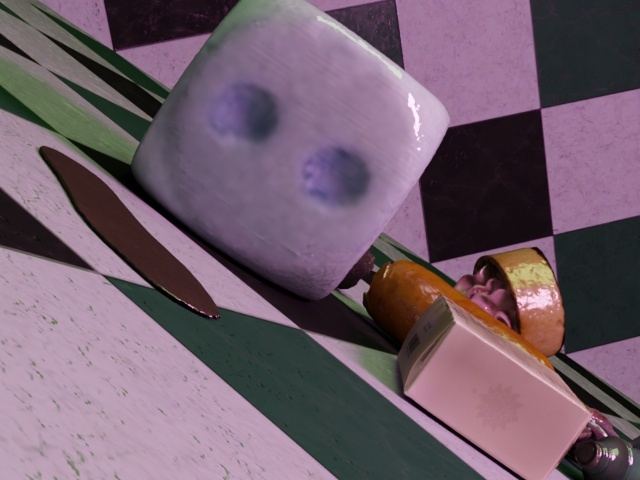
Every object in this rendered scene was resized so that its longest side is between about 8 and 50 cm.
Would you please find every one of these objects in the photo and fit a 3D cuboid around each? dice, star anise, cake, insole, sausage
[{"bbox_3d":[-0.032,-0.109,1.425,0.263,0.264,0.268,35,4,-3],"label":"dice"},{"bbox_3d":[0.287,0.212,1.608,0.212,0.073,0.197,35,8,-39],"label":"star anise"},{"bbox_3d":[0.285,0.116,2.091,0.207,0.178,0.185,98,-21,-78],"label":"cake"},{"bbox_3d":[-0.173,-0.016,1.106,0.111,0.007,0.328,33,5,-38],"label":"insole"},{"bbox_3d":[0.163,0.117,1.530,0.270,0.109,0.109,38,6,37],"label":"sausage"}]

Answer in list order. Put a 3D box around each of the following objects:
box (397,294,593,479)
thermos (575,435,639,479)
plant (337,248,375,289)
[{"bbox_3d":[0.170,0.147,1.330,0.168,0.095,0.212,37,4,-1],"label":"box"},{"bbox_3d":[0.373,0.280,1.509,0.188,0.083,0.073,30,49,-31],"label":"thermos"},{"bbox_3d":[0.000,0.000,1.653,0.143,0.094,0.092,45,15,-27],"label":"plant"}]
